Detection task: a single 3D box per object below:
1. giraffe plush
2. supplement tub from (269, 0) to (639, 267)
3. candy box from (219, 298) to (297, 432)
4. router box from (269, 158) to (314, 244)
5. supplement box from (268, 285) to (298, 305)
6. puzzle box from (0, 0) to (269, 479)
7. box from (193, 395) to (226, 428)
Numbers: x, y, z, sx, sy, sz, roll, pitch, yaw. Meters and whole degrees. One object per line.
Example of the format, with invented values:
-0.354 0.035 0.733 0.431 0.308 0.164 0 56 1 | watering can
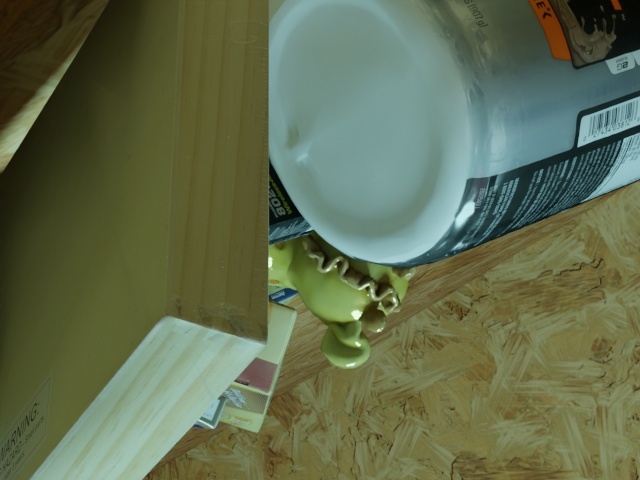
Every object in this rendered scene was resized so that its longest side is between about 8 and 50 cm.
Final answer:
0.000 0.000 1.248 0.210 0.170 0.181 -34 146 -59 | giraffe plush
0.140 -0.121 1.091 0.338 0.207 0.207 -21 168 -39 | supplement tub
-0.127 0.104 1.591 0.316 0.183 0.087 107 1 -76 | candy box
-0.056 -0.054 1.145 0.092 0.122 0.038 -18 161 -50 | router box
-0.075 0.039 1.695 0.056 0.083 0.083 -23 169 -30 | supplement box
-0.141 0.039 0.886 0.052 0.272 0.409 17 139 -24 | puzzle box
-0.198 0.130 1.529 0.136 0.036 0.225 28 166 -27 | box
